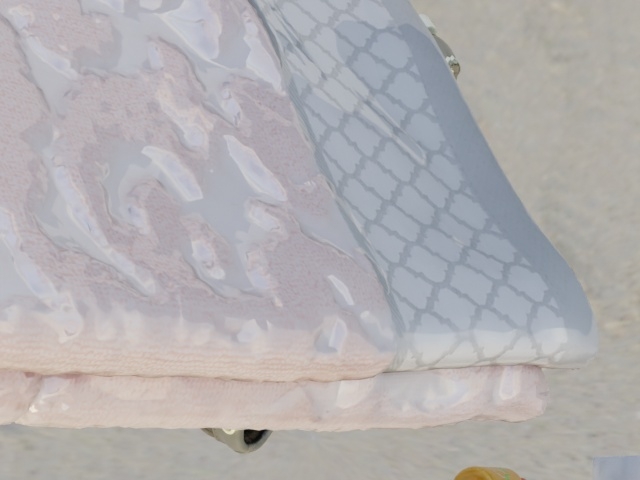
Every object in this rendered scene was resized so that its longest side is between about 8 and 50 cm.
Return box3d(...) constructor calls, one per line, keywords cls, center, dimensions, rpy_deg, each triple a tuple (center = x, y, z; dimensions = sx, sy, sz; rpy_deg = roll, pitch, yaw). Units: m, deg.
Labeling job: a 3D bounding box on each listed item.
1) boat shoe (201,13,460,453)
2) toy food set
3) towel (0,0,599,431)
box3d(cls="boat shoe", center=(0.002, 0.000, 1.025), dimensions=(0.091, 0.109, 0.305), rpy_deg=(42, 109, 20))
box3d(cls="toy food set", center=(0.229, 0.225, 1.270), dimensions=(0.232, 0.104, 0.111), rpy_deg=(-7, 80, 28))
box3d(cls="towel", center=(-0.085, -0.093, 0.476), dimensions=(0.053, 0.317, 0.331), rpy_deg=(-44, 57, 30))
